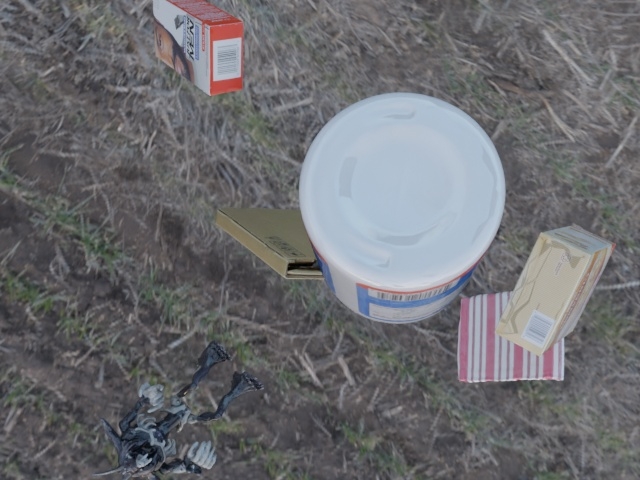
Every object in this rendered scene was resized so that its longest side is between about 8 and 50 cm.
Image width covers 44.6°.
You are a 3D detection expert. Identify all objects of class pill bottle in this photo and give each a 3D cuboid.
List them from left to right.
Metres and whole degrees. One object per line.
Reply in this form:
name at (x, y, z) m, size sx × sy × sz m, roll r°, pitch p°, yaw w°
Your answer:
pill bottle at (0.054, -0.007, 0.556) m, size 0.124 × 0.221 × 0.124 m, roll -1°, pitch 77°, yaw 3°

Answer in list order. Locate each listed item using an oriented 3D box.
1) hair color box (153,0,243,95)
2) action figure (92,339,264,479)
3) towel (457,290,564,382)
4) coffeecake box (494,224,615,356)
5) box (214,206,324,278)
hair color box at (-0.165, -0.267, 1.040) m, size 0.053 × 0.167 × 0.093 m, roll -16°, pitch 126°, yaw -29°
action figure at (-0.228, 0.283, 1.215) m, size 0.164 × 0.141 × 0.276 m, roll 48°, pitch 67°, yaw -4°
towel at (0.300, 0.152, 1.233) m, size 0.029 × 0.197 × 0.144 m, roll 18°, pitch 69°, yaw -39°
coffeecake box at (0.312, 0.060, 1.026) m, size 0.068 × 0.185 × 0.142 m, roll 28°, pitch 107°, yaw 25°
box at (0.000, 0.000, 0.806) m, size 0.164 × 0.201 × 0.021 m, roll 1°, pitch 105°, yaw -26°
